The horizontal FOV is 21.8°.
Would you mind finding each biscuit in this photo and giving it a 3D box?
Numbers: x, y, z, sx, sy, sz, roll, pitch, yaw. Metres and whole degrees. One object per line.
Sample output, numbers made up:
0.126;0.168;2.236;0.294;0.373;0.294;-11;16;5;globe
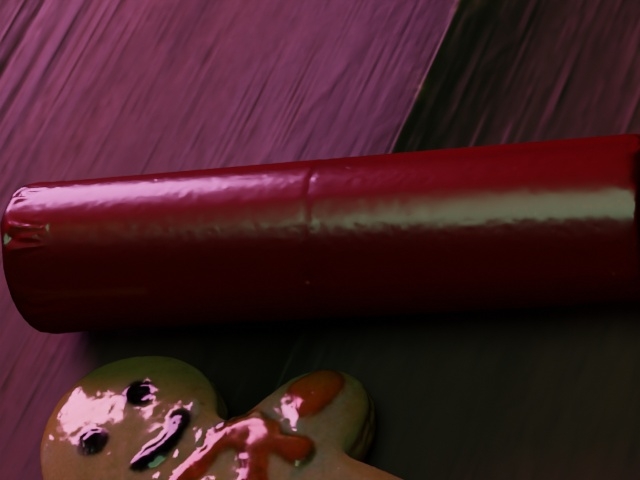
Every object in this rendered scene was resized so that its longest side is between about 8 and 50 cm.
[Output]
-0.027;0.114;0.653;0.153;0.030;0.234;-41;48;-20;biscuit

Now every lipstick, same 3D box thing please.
0.000;-0.001;0.702;0.280;0.073;0.073;-4;59;19;lipstick
